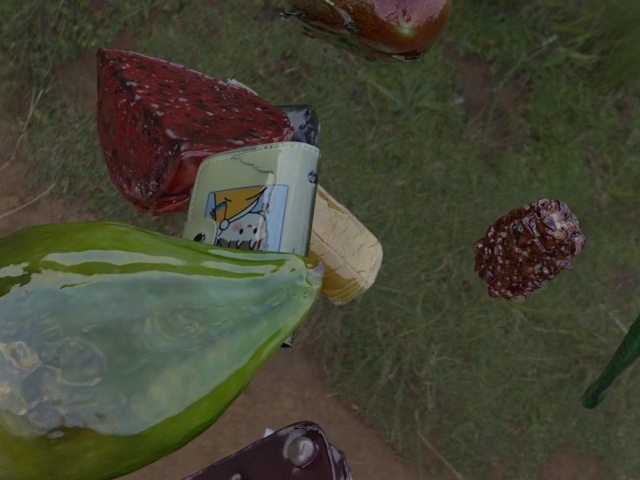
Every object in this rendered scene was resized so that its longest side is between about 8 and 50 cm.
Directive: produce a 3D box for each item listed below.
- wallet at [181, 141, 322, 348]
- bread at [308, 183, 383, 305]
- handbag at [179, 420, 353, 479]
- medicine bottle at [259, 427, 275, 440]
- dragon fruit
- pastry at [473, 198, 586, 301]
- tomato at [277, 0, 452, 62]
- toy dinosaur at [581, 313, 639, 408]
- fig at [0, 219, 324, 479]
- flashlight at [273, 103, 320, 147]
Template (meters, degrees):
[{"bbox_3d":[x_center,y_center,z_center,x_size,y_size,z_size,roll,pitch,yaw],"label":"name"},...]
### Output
[{"bbox_3d":[-0.060,0.003,0.619,0.039,0.110,0.155,40,52,-53],"label":"wallet"},{"bbox_3d":[0.000,0.000,1.678,0.288,0.119,0.153,42,53,-28],"label":"bread"},{"bbox_3d":[-0.060,0.286,0.725,0.074,0.203,0.216,52,16,-36],"label":"handbag"},{"bbox_3d":[-0.066,0.463,1.777,0.140,0.079,0.079,23,68,-4],"label":"medicine bottle"},{"bbox_3d":[-0.152,-0.111,1.024,0.205,0.317,0.152,-2,122,-32],"label":"dragon fruit"},{"bbox_3d":[0.310,0.010,1.219,0.115,0.208,0.097,27,54,-7],"label":"pastry"},{"bbox_3d":[0.085,-0.462,1.461,0.303,0.303,0.239,18,94,-25],"label":"tomato"},{"bbox_3d":[0.253,-0.011,0.515,0.301,0.447,0.087,-45,66,7],"label":"toy dinosaur"},{"bbox_3d":[-0.128,0.070,0.516,0.233,0.167,0.167,4,78,-24],"label":"fig"},{"bbox_3d":[-0.212,-0.222,1.638,0.423,0.103,0.103,2,75,16],"label":"flashlight"}]
